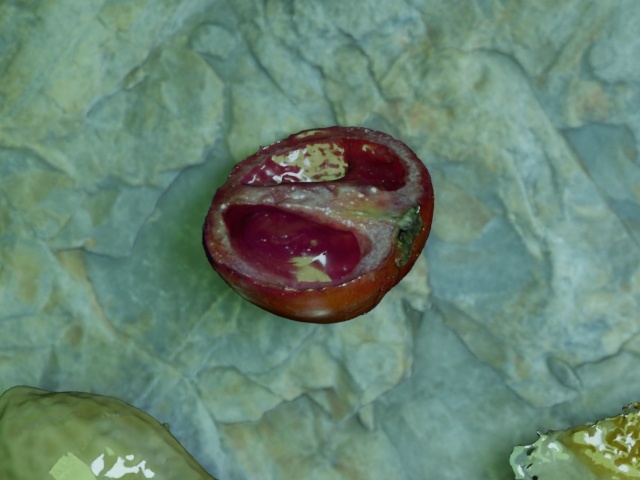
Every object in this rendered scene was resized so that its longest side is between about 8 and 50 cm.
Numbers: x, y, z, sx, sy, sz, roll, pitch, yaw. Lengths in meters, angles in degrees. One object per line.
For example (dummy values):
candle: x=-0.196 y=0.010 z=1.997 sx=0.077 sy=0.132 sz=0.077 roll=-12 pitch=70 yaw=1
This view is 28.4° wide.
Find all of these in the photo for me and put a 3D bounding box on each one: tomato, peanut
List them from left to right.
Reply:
peanut: x=-0.145 y=0.225 z=1.019 sx=0.313 sy=0.149 sz=0.149 roll=37 pitch=92 yaw=9
tomato: x=0.000 y=0.000 z=1.033 sx=0.173 sy=0.099 sz=0.189 roll=14 pitch=49 yaw=23

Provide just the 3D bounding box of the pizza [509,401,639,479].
pizza: x=0.406 y=0.270 z=0.965 sx=0.435 sy=0.080 sz=0.391 roll=-19 pitch=84 yaw=8
